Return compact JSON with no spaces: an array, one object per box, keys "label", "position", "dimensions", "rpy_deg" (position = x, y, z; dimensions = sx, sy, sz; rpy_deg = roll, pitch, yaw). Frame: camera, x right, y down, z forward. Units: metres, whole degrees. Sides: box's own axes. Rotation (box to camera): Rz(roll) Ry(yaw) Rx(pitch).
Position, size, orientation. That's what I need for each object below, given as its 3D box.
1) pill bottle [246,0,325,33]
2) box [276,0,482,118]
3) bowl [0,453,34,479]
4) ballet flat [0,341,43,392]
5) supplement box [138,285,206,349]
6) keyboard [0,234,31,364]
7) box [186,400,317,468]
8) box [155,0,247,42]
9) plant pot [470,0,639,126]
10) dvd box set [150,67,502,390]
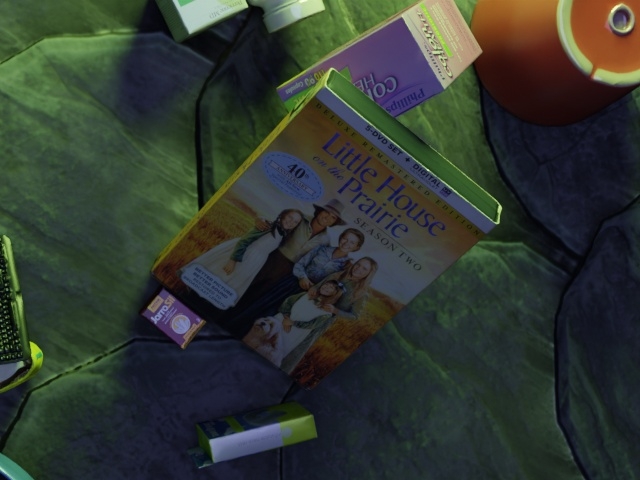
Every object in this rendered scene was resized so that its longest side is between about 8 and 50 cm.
[{"label":"pill bottle","position":[-0.075,-0.419,1.888],"dimensions":[0.121,0.121,0.216],"rpy_deg":[-24,97,-13]},{"label":"box","position":[0.088,-0.241,1.832],"dimensions":[0.213,0.243,0.117],"rpy_deg":[-27,100,27]},{"label":"bowl","position":[-0.523,0.450,1.749],"dimensions":[0.391,0.077,0.391],"rpy_deg":[1,97,4]},{"label":"ballet flat","position":[-0.499,0.199,1.808],"dimensions":[0.231,0.077,0.077],"rpy_deg":[-21,97,-13]},{"label":"supplement box","position":[-0.217,0.112,1.898],"dimensions":[0.083,0.043,0.055],"rpy_deg":[40,83,-11]},{"label":"keyboard","position":[-0.465,0.081,1.799],"dimensions":[0.100,0.038,0.192],"rpy_deg":[-11,69,-16]},{"label":"box","position":[-0.105,0.282,1.896],"dimensions":[0.178,0.109,0.042],"rpy_deg":[-12,98,-14]},{"label":"box","position":[-0.175,-0.348,1.872],"dimensions":[0.101,0.102,0.087],"rpy_deg":[-28,100,-14]},{"label":"plant pot","position":[0.394,-0.315,1.951],"dimensions":[0.275,0.243,0.275],"rpy_deg":[0,91,-15]},{"label":"dvd box set","position":[0.000,0.000,1.813],"dimensions":[0.307,0.062,0.420],"rpy_deg":[38,122,-13]}]
